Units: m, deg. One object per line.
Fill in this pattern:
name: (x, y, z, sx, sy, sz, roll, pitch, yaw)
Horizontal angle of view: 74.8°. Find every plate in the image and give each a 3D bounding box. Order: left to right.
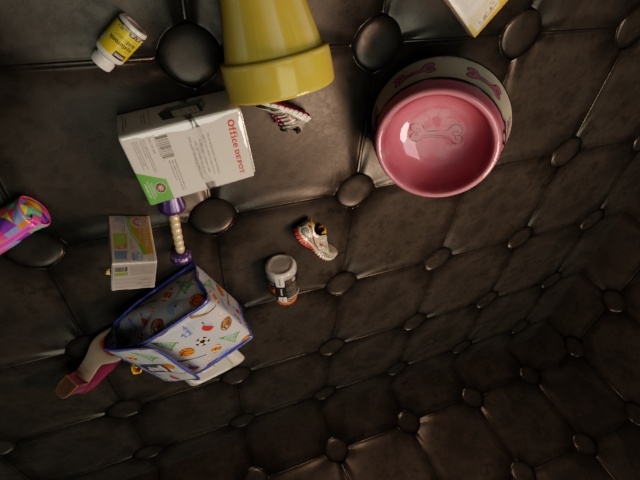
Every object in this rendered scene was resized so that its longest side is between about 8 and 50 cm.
plate: (-0.501, 0.532, 1.819, 0.277, 0.045, 0.278, -26, 138, -3)

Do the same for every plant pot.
plant pot: (-0.113, -0.453, 0.922, 0.254, 0.254, 0.239, -19, 123, -10)

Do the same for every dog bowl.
dog bowl: (0.337, -0.303, 1.212, 0.408, 0.150, 0.408, 11, 134, 11)

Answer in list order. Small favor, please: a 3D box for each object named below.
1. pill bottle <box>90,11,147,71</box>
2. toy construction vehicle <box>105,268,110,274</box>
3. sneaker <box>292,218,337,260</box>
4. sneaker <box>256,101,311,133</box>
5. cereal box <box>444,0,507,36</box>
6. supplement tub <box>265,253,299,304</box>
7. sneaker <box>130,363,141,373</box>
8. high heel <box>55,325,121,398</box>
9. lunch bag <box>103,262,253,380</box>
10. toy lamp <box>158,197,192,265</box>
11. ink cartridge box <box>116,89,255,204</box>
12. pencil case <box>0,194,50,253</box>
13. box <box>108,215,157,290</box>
pill bottle: (-0.435, -0.421, 0.897, 0.116, 0.065, 0.065, -40, 137, 13)
toy construction vehicle: (-0.614, 0.092, 1.328, 0.086, 0.035, 0.098, -42, 137, 15)
sneaker: (0.000, 0.000, 1.531, 0.093, 0.088, 0.225, -41, 137, 12)
sneaker: (-0.107, -0.339, 1.155, 0.170, 0.063, 0.074, 7, 122, -39)
cereal box: (0.406, -0.686, 1.102, 0.240, 0.047, 0.173, 25, 116, -42)
supplement tub: (-0.141, 0.152, 1.583, 0.117, 0.117, 0.190, -17, 136, -13)
sneaker: (-0.703, 0.448, 1.609, 0.064, 0.067, 0.175, -7, 132, -20)
high heel: (-0.785, 0.419, 1.548, 0.377, 0.127, 0.181, -39, 176, -1)
lunch bag: (-0.488, 0.325, 1.462, 0.385, 0.239, 0.328, -33, 138, -2)
toy lamp: (-0.438, -0.044, 1.261, 0.080, 0.080, 0.274, -9, 136, -20)
ink cartridge box: (-0.337, -0.240, 1.084, 0.289, 0.121, 0.211, -18, 137, -12)
pencil case: (-0.815, -0.016, 1.067, 0.236, 0.104, 0.104, -34, 138, 5)
box: (-0.535, 0.029, 1.183, 0.114, 0.203, 0.103, -2, 133, -29)
